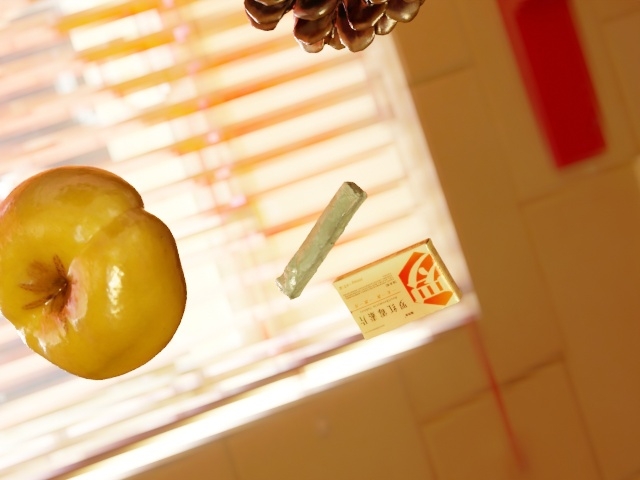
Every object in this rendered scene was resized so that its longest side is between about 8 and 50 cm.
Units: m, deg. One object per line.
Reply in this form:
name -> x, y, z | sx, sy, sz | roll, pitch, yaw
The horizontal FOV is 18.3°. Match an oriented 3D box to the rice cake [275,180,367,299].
rice cake -> 0.000, 0.000, 1.660 | 0.021, 0.022, 0.121 | -5, -43, -50

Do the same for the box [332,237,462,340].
box -> 0.063, 0.040, 1.633 | 0.093, 0.058, 0.015 | -24, 15, 25

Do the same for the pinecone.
pinecone -> -0.008, -0.312, 1.893 | 0.246, 0.246, 0.292 | -16, -21, 33

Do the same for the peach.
peach -> -0.186, 0.023, 1.573 | 0.179, 0.179, 0.103 | -15, 14, 40
